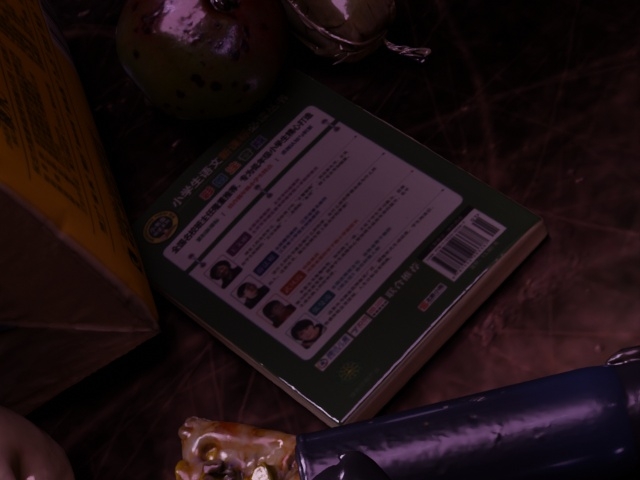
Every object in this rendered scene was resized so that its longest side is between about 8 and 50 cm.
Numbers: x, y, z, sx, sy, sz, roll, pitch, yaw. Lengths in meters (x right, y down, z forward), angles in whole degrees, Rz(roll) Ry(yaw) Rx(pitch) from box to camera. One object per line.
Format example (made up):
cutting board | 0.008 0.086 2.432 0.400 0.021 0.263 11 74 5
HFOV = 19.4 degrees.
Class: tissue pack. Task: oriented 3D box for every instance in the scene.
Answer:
tissue pack | -0.304 -0.080 1.337 0.228 0.293 0.382 -33 49 9

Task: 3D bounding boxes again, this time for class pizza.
pizza | -0.038 0.158 1.217 0.185 0.036 0.176 -31 49 -1

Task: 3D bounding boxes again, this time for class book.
book | 0.000 0.000 1.323 0.202 0.027 0.264 -46 51 -13

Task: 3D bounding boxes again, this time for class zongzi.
zongzi | 0.002 -0.231 1.401 0.081 0.178 0.189 -23 43 -32

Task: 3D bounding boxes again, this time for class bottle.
bottle | 0.109 0.122 1.132 0.244 0.072 0.082 -12 70 1

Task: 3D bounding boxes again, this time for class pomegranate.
pomegranate | -0.089 -0.151 1.402 0.129 0.129 0.159 -37 10 -5

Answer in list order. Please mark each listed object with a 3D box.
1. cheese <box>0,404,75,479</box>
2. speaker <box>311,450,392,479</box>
cheese | -0.263 0.211 1.228 0.235 0.117 0.218 -48 53 -10
speaker | 0.088 0.309 0.959 0.184 0.180 0.388 -42 50 -3
